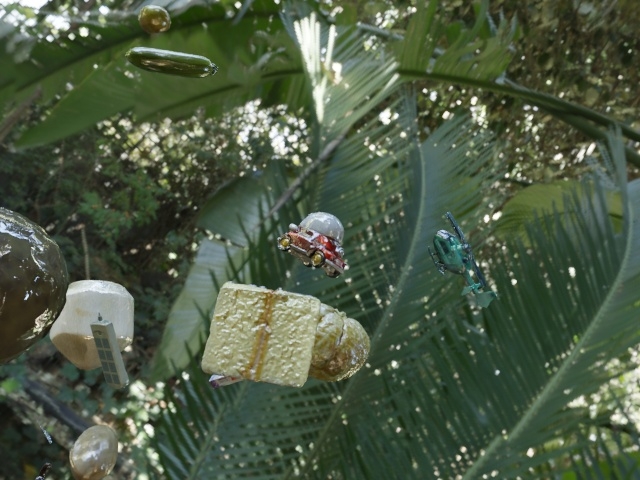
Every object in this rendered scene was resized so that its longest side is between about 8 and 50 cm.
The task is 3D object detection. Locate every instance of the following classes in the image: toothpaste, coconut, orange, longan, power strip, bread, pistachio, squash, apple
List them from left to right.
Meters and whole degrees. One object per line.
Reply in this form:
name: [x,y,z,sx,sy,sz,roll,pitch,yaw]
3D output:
longan: [-0.762,0.098,1.268,0.391,0.391,0.391,32,-18,12]
coconut: [-0.686,0.257,1.756,0.238,0.265,0.237,-1,-10,0]
pistachio: [-0.673,0.634,1.731,0.136,0.136,0.226,42,6,-18]
power strip: [-0.581,0.306,1.597,0.080,0.029,0.226,-4,-78,39]
apple: [-0.473,-0.630,1.661,0.090,0.090,0.074,19,-65,42]
squash: [-0.397,-0.483,1.591,0.258,0.069,0.069,-1,4,-32]
toothpaste: [-0.366,0.541,2.303,0.196,0.040,0.047,-25,-80,38]
bread: [-0.142,0.237,1.471,0.264,0.235,0.198,11,-14,-4]
orange: [0.015,0.403,2.165,0.369,0.271,0.210,32,20,-21]

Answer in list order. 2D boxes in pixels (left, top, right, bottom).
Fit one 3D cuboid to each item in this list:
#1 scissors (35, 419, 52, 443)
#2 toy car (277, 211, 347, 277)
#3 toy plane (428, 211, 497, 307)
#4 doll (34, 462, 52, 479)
scissors: [-0.739,0.508,1.553,0.036,0.006,0.083,28,-39,55]
toy car: [0.000,0.000,1.146,0.139,0.112,0.112,24,-9,38]
toy plane: [0.328,0.053,1.363,0.096,0.060,0.235,-41,-113,41]
doll: [-0.635,0.560,1.249,0.057,0.139,0.165,43,-47,51]
